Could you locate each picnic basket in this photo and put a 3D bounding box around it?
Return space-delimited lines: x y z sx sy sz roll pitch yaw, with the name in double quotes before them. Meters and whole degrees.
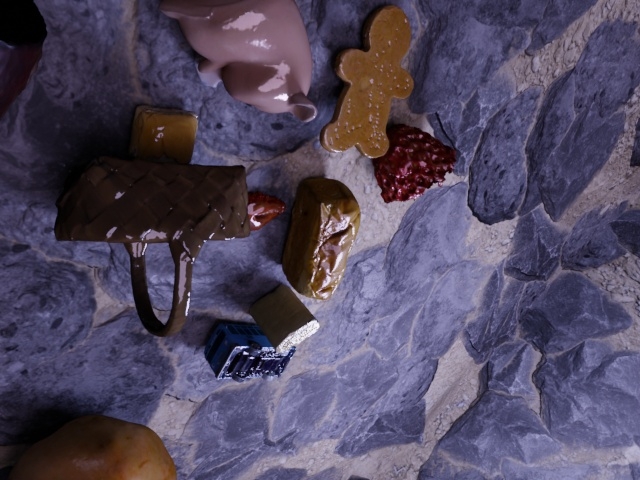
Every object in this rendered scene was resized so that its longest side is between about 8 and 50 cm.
"picnic basket" -0.294 0.018 0.885 0.337 0.293 0.337 -1 92 -37

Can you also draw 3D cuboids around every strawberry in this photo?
"strawberry" 0.218 -0.215 1.272 0.234 0.234 0.178 -42 108 -6
"strawberry" -0.146 -0.065 1.154 0.152 0.048 0.104 -14 131 -27

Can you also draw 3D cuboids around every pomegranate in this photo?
"pomegranate" -0.532 0.618 1.126 0.411 0.411 0.411 -21 131 -26

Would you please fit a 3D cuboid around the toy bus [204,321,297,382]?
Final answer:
"toy bus" -0.194 0.299 1.319 0.234 0.133 0.116 17 108 -50

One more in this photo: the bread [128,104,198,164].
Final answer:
"bread" -0.291 -0.194 0.917 0.125 0.082 0.106 -1 127 -35

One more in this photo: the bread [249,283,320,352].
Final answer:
"bread" -0.098 0.203 1.291 0.139 0.178 0.060 -32 131 -16

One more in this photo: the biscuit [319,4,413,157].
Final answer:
"biscuit" 0.116 -0.361 1.123 0.216 0.047 0.339 4 107 -33

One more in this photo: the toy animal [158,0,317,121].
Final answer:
"toy animal" -0.127 -0.338 0.866 0.213 0.195 0.256 -11 142 10

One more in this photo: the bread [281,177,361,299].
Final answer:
"bread" 0.000 0.000 1.228 0.132 0.167 0.294 -10 125 -33

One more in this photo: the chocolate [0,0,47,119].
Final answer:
"chocolate" -0.553 -0.215 0.536 0.331 0.383 0.384 -43 139 16
